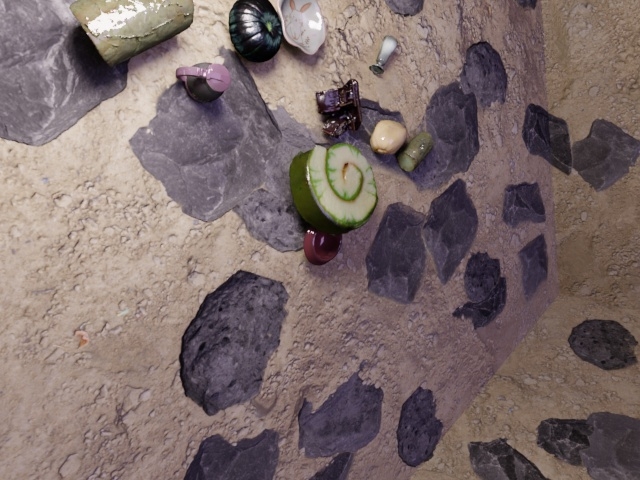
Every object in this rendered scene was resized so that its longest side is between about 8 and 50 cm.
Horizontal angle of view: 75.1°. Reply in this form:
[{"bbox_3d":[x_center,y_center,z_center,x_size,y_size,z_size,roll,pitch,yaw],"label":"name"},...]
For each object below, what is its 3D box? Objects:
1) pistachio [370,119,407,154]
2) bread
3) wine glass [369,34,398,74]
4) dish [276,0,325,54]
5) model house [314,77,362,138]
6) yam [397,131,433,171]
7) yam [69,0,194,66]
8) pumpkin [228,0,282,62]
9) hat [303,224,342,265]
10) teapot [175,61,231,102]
[{"bbox_3d":[0.301,-0.455,1.812,0.200,0.117,0.145,-40,116,-29],"label":"pistachio"},{"bbox_3d":[0.051,-0.211,1.596,0.382,0.129,0.366,38,57,-27],"label":"bread"},{"bbox_3d":[0.267,-0.782,1.757,0.072,0.072,0.155,33,77,-39],"label":"wine glass"},{"bbox_3d":[-0.085,-0.760,1.457,0.229,0.081,0.230,-2,93,-45],"label":"dish"},{"bbox_3d":[0.067,-0.495,1.597,0.164,0.141,0.203,-39,123,-41],"label":"model house"},{"bbox_3d":[0.452,-0.422,1.955,0.194,0.107,0.107,-47,124,-26],"label":"yam"},{"bbox_3d":[-0.491,-0.585,1.094,0.304,0.168,0.168,-43,122,-26],"label":"yam"},{"bbox_3d":[-0.209,-0.674,1.332,0.202,0.140,0.202,-9,101,-56],"label":"pumpkin"},{"bbox_3d":[0.000,0.000,1.659,0.205,0.089,0.206,-10,105,-43],"label":"hat"},{"bbox_3d":[-0.342,-0.490,1.247,0.148,0.146,0.116,40,72,-37],"label":"teapot"}]
